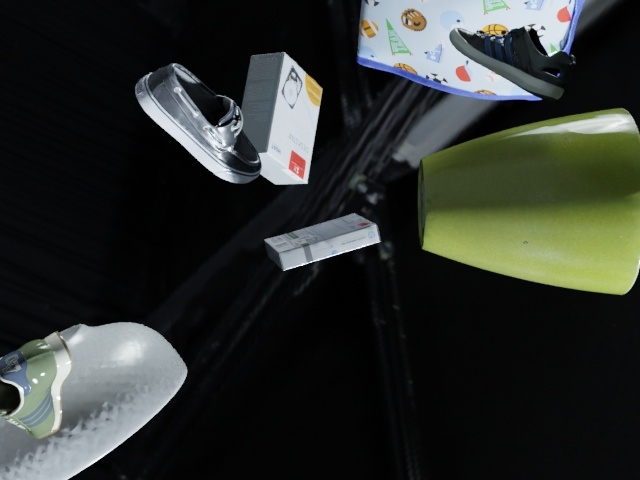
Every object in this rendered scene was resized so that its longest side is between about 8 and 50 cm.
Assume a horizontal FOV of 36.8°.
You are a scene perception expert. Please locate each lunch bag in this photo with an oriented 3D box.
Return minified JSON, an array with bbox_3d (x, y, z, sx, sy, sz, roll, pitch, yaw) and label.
[{"bbox_3d":[0.288,-0.448,1.777,0.239,0.386,0.327,-57,161,-32],"label":"lunch bag"}]

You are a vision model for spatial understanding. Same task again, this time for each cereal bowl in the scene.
[{"bbox_3d":[-0.368,0.219,1.367,0.339,0.141,0.339,-29,-170,5],"label":"cereal bowl"}]

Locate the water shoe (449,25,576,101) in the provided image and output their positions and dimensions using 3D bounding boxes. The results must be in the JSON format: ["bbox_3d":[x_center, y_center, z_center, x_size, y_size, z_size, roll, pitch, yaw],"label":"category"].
[{"bbox_3d":[0.278,-0.273,1.381,0.203,0.073,0.080,38,-72,31],"label":"water shoe"}]

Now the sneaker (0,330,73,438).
[{"bbox_3d":[-0.342,0.176,1.096,0.064,0.086,0.192,53,-39,22],"label":"sneaker"}]

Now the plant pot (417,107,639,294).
[{"bbox_3d":[0.295,-0.054,1.421,0.275,0.294,0.274,-1,90,-88],"label":"plant pot"}]

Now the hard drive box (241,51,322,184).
[{"bbox_3d":[-0.089,-0.260,2.075,0.089,0.181,0.232,0,-107,29],"label":"hard drive box"}]

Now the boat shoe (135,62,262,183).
[{"bbox_3d":[-0.186,-0.208,1.697,0.102,0.301,0.108,-25,-135,27],"label":"boat shoe"}]

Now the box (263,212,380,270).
[{"bbox_3d":[0.000,0.000,1.776,0.145,0.186,0.038,-147,-139,-73],"label":"box"}]
